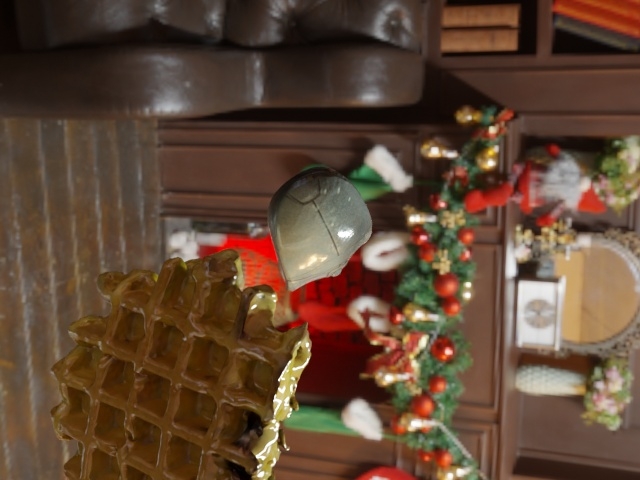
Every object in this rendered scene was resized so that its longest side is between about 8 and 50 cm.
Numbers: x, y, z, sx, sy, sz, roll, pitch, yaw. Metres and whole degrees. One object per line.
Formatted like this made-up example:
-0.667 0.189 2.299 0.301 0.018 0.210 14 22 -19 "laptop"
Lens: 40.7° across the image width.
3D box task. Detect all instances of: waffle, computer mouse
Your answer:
-0.113 0.155 0.713 0.309 0.283 0.065 61 25 10 "waffle"
0.003 0.004 0.917 0.068 0.113 0.229 56 -7 24 "computer mouse"
